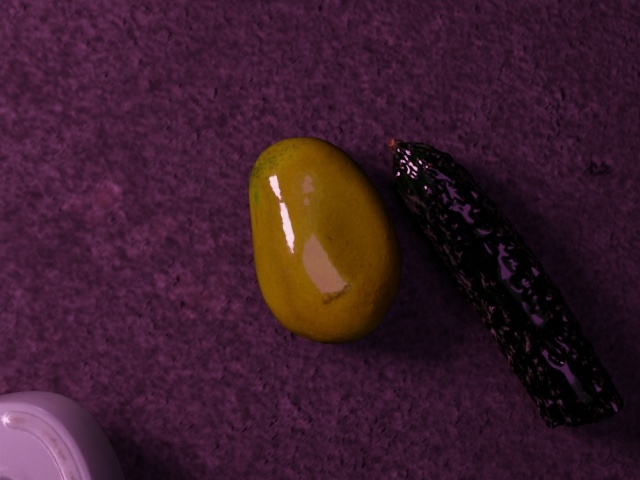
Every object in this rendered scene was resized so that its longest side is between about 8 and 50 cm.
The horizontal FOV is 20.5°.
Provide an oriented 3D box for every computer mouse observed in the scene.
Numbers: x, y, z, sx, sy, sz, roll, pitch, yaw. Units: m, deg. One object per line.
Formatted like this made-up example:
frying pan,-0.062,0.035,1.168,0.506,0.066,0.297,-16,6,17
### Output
computer mouse,-0.279,0.211,1.256,0.288,0.097,0.159,-24,81,-9

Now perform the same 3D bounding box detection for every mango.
mango,0.006,0.000,1.367,0.117,0.089,0.163,-8,96,-23

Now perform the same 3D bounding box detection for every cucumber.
cucumber,0.147,0.030,1.440,0.072,0.072,0.300,-39,107,-16
